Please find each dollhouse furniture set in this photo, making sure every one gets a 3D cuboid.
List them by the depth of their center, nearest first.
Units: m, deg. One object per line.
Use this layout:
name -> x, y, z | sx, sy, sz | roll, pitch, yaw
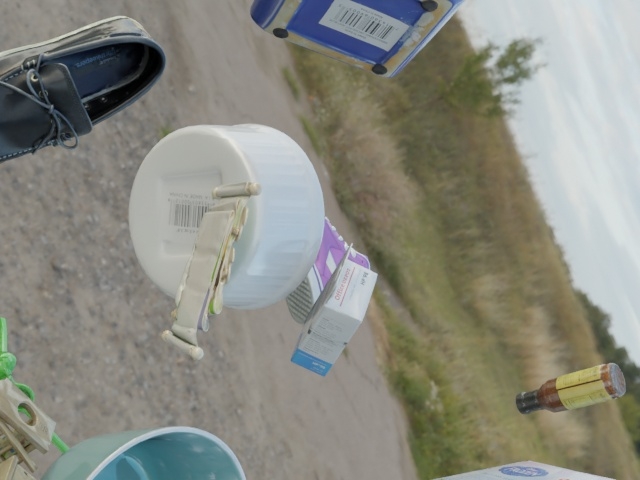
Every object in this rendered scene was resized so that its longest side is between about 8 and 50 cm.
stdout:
dollhouse furniture set -> -0.433, 0.281, 1.092 | 0.101, 0.182, 0.161 | 51, 12, -24

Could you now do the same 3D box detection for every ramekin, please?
ramekin -> -0.144, -0.036, 1.305 | 0.135, 0.277, 0.277 | 1, 65, -58

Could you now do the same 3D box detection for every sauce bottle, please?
sauce bottle -> 0.286, 0.175, 1.056 | 0.042, 0.128, 0.042 | 24, 56, -41

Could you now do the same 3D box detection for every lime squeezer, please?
lime squeezer -> -0.567, 0.272, 1.704 | 0.310, 0.058, 0.110 | 56, -10, 18

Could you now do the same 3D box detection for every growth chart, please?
growth chart -> -0.139, 0.034, 1.139 | 0.021, 0.237, 0.172 | 19, 1, -25

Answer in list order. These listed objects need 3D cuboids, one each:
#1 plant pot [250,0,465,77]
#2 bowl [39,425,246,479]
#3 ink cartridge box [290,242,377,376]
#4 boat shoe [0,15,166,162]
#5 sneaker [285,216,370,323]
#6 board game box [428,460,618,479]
plant pot -> 0.055, -0.335, 1.054 | 0.235, 0.236, 0.212 | 18, 62, -18
bowl -> -0.257, 0.372, 1.172 | 0.311, 0.163, 0.312 | -12, 106, -46
ink cartridge box -> 0.026, 0.102, 1.321 | 0.060, 0.180, 0.104 | 26, 43, -4
boat shoe -> -0.496, -0.260, 1.657 | 0.156, 0.500, 0.187 | 28, -38, 42
sneaker -> -0.001, 0.001, 1.577 | 0.161, 0.102, 0.282 | -6, 81, -38
board game box -> 0.139, 0.277, 0.839 | 0.318, 0.317, 0.066 | 159, -75, -72
